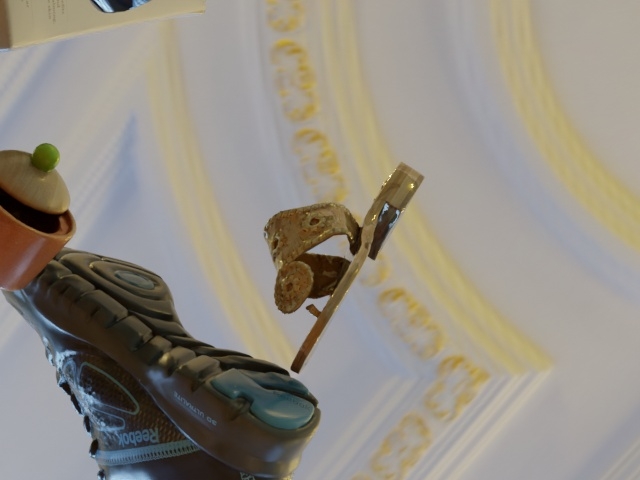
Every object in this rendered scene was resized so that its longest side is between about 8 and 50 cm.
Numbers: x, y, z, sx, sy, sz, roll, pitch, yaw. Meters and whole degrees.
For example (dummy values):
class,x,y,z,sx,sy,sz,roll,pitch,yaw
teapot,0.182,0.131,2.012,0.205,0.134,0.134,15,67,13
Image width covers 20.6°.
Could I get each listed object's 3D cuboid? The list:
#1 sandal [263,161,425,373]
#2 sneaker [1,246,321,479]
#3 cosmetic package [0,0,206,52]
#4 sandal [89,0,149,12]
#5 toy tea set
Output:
class,x,y,z,sx,sy,sz,roll,pitch,yaw
sandal,-0.003,0.005,1.269,0.079,0.240,0.088,31,-51,3
sneaker,-0.146,0.107,1.276,0.341,0.125,0.140,35,-69,45
cosmetic package,-0.244,-0.264,1.491,0.155,0.365,0.197,-4,-81,21
sandal,-0.014,-0.181,0.874,0.097,0.254,0.054,6,-50,49
toy tea set,-0.282,-0.050,1.104,0.200,0.336,0.124,43,-69,17
